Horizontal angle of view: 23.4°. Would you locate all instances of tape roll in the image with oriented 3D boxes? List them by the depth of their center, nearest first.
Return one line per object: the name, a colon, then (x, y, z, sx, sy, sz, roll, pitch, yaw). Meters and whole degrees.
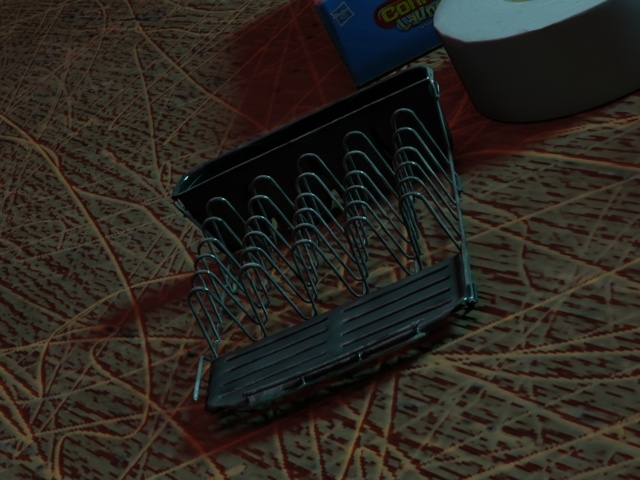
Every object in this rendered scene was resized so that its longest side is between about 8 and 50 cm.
tape roll: (0.196, -0.178, 1.134, 0.219, 0.072, 0.219, -24, 25, 12)

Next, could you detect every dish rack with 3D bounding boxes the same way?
dish rack: (0.000, 0.000, 1.014, 0.208, 0.074, 0.271, -25, 25, 14)

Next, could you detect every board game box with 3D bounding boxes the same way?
board game box: (0.137, -0.293, 1.401, 0.308, 0.086, 0.302, -27, 25, 8)
